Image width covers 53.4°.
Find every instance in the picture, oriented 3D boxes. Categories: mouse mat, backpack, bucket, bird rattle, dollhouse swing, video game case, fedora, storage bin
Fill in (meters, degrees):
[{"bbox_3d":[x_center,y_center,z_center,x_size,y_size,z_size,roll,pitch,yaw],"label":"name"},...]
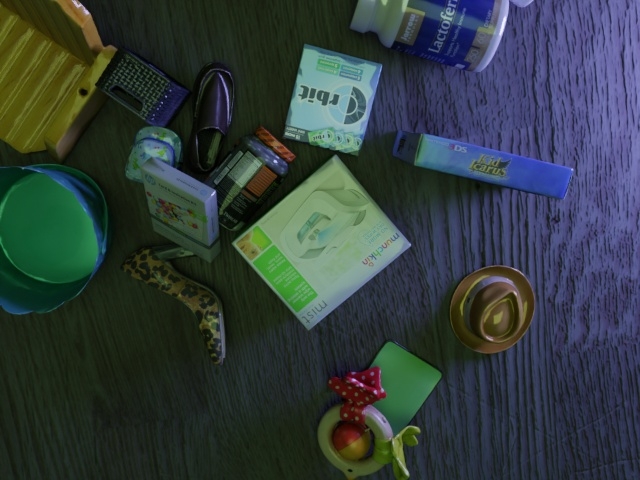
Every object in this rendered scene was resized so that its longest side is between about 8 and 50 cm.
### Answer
[{"bbox_3d":[0.156,0.324,1.375,0.152,0.007,0.189,33,96,-7],"label":"mouse mat"},{"bbox_3d":[-0.317,-0.164,1.229,0.105,0.084,0.114,15,96,-8],"label":"backpack"},{"bbox_3d":[-0.531,-0.013,1.196,0.281,0.183,0.281,-1,100,-3],"label":"bucket"},{"bbox_3d":[0.082,0.398,1.323,0.207,0.143,0.253,-39,96,21],"label":"bird rattle"},{"bbox_3d":[-0.561,-0.332,1.079,0.347,0.305,0.315,36,96,-9],"label":"dollhouse swing"},{"bbox_3d":[0.285,-0.144,1.179,0.269,0.244,0.061,12,99,-5],"label":"video game case"},{"bbox_3d":[0.365,0.150,1.318,0.194,0.079,0.194,0,99,-3],"label":"fedora"},{"bbox_3d":[-0.317,-0.277,1.160,0.122,0.180,0.084,35,96,-8],"label":"storage bin"}]

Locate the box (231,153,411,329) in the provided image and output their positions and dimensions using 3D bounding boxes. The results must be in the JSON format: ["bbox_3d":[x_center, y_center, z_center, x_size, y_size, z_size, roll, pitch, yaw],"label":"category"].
[{"bbox_3d":[0.000,0.000,1.254,0.262,0.127,0.231,-39,97,3],"label":"box"}]

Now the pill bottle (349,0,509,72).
[{"bbox_3d":[0.196,-0.417,1.175,0.265,0.153,0.153,14,99,-4],"label":"pill bottle"}]

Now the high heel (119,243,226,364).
[{"bbox_3d":[-0.290,0.133,1.271,0.186,0.093,0.261,-11,84,-7],"label":"high heel"}]

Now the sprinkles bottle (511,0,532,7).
[{"bbox_3d":[0.276,-0.584,1.166,0.355,0.121,0.121,35,96,-7],"label":"sprinkles bottle"}]

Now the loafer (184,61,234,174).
[{"bbox_3d":[-0.203,-0.228,1.217,0.080,0.078,0.220,3,106,-27],"label":"loafer"}]

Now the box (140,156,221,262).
[{"bbox_3d":[-0.258,-0.054,1.192,0.145,0.186,0.038,28,55,14],"label":"box"}]

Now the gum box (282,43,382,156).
[{"bbox_3d":[0.021,-0.272,1.248,0.157,0.041,0.184,13,98,-5],"label":"gum box"}]

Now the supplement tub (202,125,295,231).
[{"bbox_3d":[-0.143,-0.121,1.228,0.117,0.117,0.190,41,95,-8],"label":"supplement tub"}]
